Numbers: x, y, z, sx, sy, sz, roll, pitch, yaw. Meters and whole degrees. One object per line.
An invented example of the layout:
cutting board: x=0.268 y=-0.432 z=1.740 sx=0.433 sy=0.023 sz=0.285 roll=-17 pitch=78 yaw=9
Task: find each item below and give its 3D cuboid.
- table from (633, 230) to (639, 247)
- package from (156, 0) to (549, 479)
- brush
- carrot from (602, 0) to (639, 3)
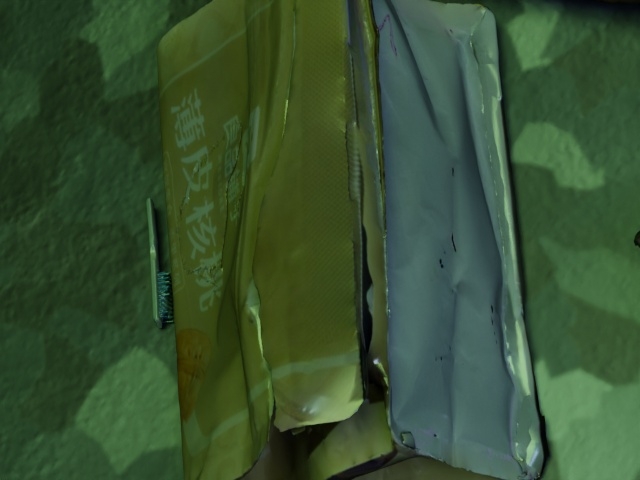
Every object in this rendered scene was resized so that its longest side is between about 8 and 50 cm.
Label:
table: x=0.297 y=0.002 z=0.976 sx=0.193 sy=0.169 sz=0.172 roll=-44 pitch=97 yaw=2
package: x=-0.006 y=-0.012 z=1.119 sx=0.221 sy=0.165 sz=0.311 roll=-10 pitch=67 yaw=16
brush: x=-0.101 y=0.013 z=1.226 sx=0.013 sy=0.016 sz=0.084 roll=-8 pitch=68 yaw=3
carrot: x=0.154 y=-0.177 z=1.180 sx=0.298 sy=0.078 sz=0.078 roll=7 pitch=73 yaw=25
